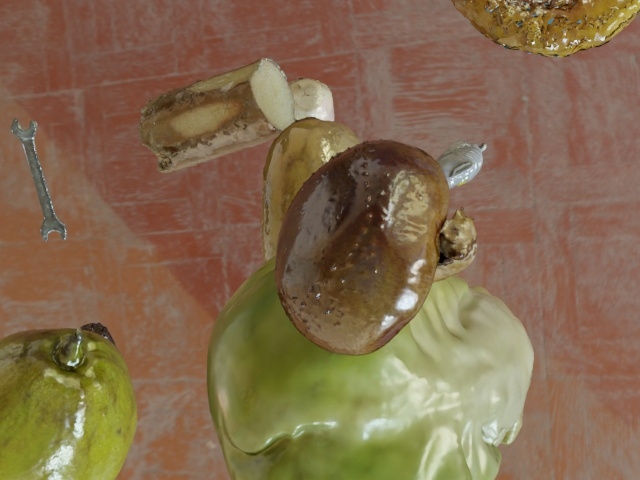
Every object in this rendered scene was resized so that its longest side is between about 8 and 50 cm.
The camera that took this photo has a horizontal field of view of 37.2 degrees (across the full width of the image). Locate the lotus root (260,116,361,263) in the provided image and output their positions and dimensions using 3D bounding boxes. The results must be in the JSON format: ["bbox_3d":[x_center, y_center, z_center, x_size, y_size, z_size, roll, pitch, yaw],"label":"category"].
[{"bbox_3d":[0.000,0.000,1.316,0.151,0.169,0.343,-5,83,17],"label":"lotus root"}]

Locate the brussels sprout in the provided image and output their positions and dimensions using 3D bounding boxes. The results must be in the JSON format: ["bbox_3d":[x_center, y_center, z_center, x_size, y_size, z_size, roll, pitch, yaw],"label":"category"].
[{"bbox_3d":[0.038,0.122,0.815,0.273,0.316,0.243,38,144,6],"label":"brussels sprout"}]

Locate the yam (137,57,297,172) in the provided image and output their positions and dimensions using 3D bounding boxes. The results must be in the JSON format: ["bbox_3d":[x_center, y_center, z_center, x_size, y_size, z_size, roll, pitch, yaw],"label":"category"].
[{"bbox_3d":[-0.167,-0.195,1.495,0.238,0.129,0.128,-15,93,22],"label":"yam"}]

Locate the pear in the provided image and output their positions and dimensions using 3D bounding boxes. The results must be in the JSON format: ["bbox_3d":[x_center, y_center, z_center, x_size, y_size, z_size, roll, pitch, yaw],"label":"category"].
[{"bbox_3d":[-0.408,0.257,1.403,0.287,0.287,0.375,40,126,11],"label":"pear"}]

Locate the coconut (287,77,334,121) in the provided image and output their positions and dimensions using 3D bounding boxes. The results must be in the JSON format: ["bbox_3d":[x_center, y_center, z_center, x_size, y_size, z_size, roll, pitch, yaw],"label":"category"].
[{"bbox_3d":[-0.026,-0.234,1.735,0.110,0.124,0.110,1,65,-2],"label":"coconut"}]

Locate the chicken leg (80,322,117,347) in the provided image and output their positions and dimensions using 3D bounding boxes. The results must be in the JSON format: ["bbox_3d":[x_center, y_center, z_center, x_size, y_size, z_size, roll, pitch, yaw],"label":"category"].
[{"bbox_3d":[-0.434,0.260,1.836,0.106,0.051,0.253,43,133,23],"label":"chicken leg"}]

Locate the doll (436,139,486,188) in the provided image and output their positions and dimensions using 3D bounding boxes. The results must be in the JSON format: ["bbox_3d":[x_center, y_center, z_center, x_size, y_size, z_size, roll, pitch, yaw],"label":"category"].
[{"bbox_3d":[0.231,-0.127,1.723,0.180,0.094,0.079,-31,109,-18],"label":"doll"}]

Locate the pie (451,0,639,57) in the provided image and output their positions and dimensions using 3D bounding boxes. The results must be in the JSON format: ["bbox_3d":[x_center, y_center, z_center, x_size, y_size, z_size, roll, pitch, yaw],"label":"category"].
[{"bbox_3d":[0.277,-0.334,1.184,0.273,0.069,0.274,-4,58,7],"label":"pie"}]

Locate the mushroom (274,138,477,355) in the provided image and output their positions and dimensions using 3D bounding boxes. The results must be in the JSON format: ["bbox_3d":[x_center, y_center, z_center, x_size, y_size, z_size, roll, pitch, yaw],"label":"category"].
[{"bbox_3d":[0.025,0.005,0.534,0.087,0.127,0.127,31,111,-28],"label":"mushroom"}]

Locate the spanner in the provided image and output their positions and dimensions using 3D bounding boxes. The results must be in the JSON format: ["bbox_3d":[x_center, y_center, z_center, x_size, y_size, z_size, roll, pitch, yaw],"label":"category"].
[{"bbox_3d":[-0.555,-0.119,1.871,0.054,0.015,0.255,-16,102,-13],"label":"spanner"}]
